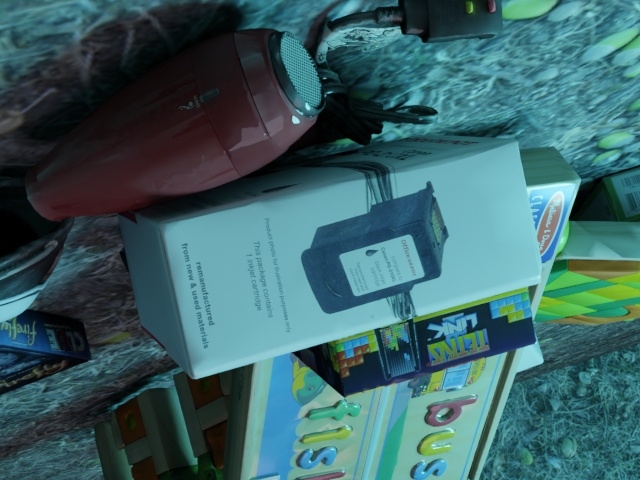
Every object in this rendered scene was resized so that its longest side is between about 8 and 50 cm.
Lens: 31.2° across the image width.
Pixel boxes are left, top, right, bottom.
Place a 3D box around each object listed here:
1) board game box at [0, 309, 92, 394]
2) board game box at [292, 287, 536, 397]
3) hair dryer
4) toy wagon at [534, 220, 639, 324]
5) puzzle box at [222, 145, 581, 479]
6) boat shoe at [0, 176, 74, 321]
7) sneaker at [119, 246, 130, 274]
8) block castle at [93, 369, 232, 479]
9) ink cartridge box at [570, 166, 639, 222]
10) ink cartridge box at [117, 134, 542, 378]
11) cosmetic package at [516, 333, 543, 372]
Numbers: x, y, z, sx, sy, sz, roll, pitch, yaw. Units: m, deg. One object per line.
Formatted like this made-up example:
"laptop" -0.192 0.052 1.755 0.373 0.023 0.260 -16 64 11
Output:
"board game box" -0.361 0.127 1.067 0.243 0.042 0.165 -22 164 13
"board game box" 0.054 0.055 0.827 0.141 0.048 0.170 -13 -170 -13
"hair dryer" -0.035 -0.063 0.711 0.293 0.080 0.223 -13 165 -15
"toy wagon" 0.270 0.043 1.279 0.267 0.068 0.344 15 161 -30
"puzzle box" 0.057 0.105 1.030 0.272 0.052 0.409 -9 133 -19
"boat shoe" -0.283 0.020 0.664 0.306 0.113 0.105 -8 156 -40
"sneaker" -0.089 -0.001 0.938 0.162 0.063 0.073 -10 144 -39
"block castle" -0.069 0.274 1.516 0.303 0.213 0.453 0 157 -47
"ink cartridge box" 0.356 -0.025 1.313 0.109 0.062 0.209 -15 164 -5
"ink cartridge box" 0.000 0.000 0.762 0.237 0.100 0.172 -14 -170 -17
"cosmetic package" 0.123 0.057 1.130 0.117 0.085 0.231 -22 140 16
